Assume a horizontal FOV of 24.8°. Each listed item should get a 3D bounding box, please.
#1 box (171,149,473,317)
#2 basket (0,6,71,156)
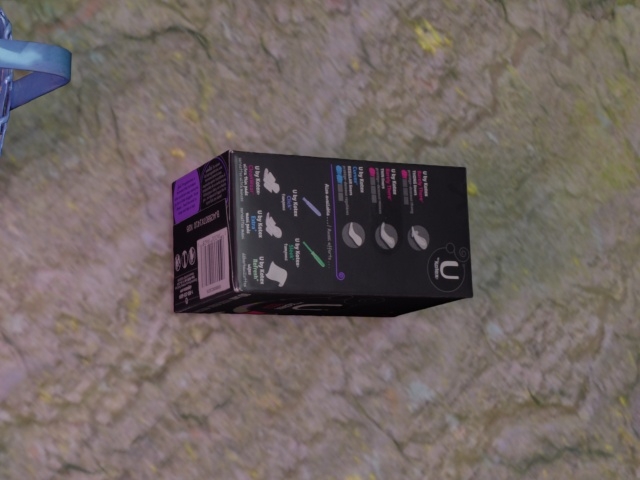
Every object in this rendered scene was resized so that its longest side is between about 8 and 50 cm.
[{"bbox_3d":[0.000,0.000,1.489,0.270,0.165,0.143,2,79,-27],"label":"box"},{"bbox_3d":[-0.371,-0.140,1.250,0.255,0.289,0.201,6,78,-25],"label":"basket"}]
